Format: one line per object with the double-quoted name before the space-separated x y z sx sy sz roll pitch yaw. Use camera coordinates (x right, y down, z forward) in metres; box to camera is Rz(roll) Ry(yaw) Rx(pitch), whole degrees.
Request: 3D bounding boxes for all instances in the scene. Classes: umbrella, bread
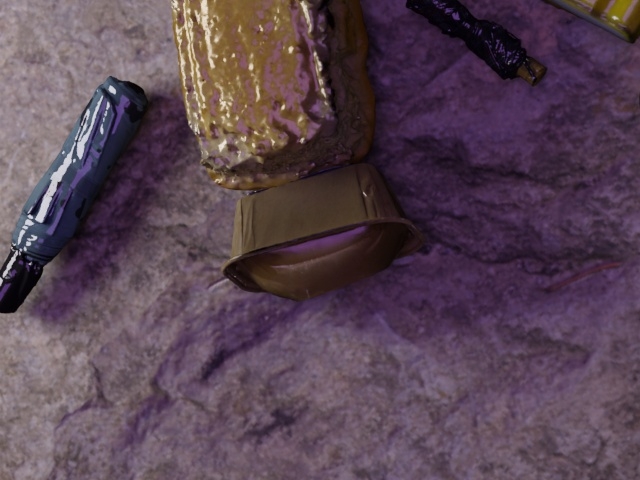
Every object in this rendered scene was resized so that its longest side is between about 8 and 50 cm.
"umbrella" 0.137 -0.183 1.417 0.144 0.040 0.037 38 106 15
"bread" -0.047 -0.168 1.422 0.174 0.121 0.246 -11 89 21
"umbrella" -0.241 -0.041 1.502 0.053 0.052 0.250 31 97 -19

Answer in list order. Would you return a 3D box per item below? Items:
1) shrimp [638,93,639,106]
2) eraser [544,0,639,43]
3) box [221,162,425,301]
"shrimp" 0.352 -0.062 1.333 0.079 0.090 0.233 -31 68 -7
"eraser" 0.252 -0.298 1.373 0.158 0.069 0.226 31 98 11
"box" 0.000 0.000 1.420 0.177 0.111 0.111 -17 86 14
